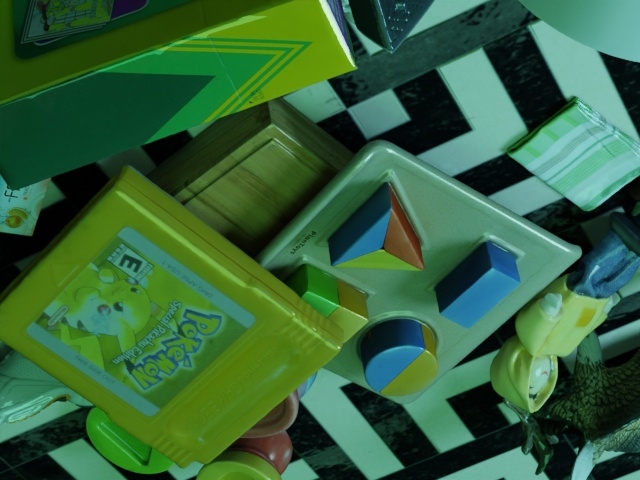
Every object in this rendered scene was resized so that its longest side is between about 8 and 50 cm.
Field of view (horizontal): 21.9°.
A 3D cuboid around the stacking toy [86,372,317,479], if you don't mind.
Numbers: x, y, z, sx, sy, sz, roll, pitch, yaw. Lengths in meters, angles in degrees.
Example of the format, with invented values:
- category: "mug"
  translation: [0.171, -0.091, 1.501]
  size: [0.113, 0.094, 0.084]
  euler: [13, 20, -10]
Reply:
- category: "stacking toy"
  translation: [-0.146, 0.200, 2.149]
  size: [0.280, 0.130, 0.309]
  euler: [19, 131, 6]

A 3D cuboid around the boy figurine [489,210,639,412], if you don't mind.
- category: "boy figurine"
  translation: [0.309, 0.092, 2.047]
  size: [0.285, 0.092, 0.177]
  euler: [-52, 153, 16]

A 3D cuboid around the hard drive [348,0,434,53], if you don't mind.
- category: "hard drive"
  translation: [0.092, -0.318, 1.549]
  size: [0.054, 0.254, 0.172]
  euler: [15, 146, 29]

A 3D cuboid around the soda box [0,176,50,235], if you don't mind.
- category: "soda box"
  translation: [-0.326, -0.089, 1.810]
  size: [0.063, 0.058, 0.183]
  euler: [9, 132, -20]

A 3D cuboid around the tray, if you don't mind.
- category: "tray"
  translation: [0.000, 0.000, 1.959]
  size: [0.203, 0.076, 0.411]
  euler: [-35, 132, 23]

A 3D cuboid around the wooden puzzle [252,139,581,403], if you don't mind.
- category: "wooden puzzle"
  translation: [0.089, 0.063, 1.932]
  size: [0.348, 0.080, 0.322]
  euler: [24, 126, -32]

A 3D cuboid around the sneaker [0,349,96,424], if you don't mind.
- category: "sneaker"
  translation: [-0.354, 0.149, 2.044]
  size: [0.262, 0.099, 0.121]
  euler: [-13, 110, 14]

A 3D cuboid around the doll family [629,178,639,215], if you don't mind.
- category: "doll family"
  translation: [0.453, -0.075, 1.977]
  size: [0.111, 0.076, 0.193]
  euler: [31, 118, -30]

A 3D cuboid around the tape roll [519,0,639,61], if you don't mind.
- category: "tape roll"
  translation: [0.303, -0.308, 1.578]
  size: [0.246, 0.246, 0.169]
  euler: [9, 133, -20]

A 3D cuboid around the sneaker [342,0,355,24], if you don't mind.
- category: "sneaker"
  translation: [0.019, -0.289, 1.634]
  size: [0.104, 0.095, 0.236]
  euler: [-45, 149, 19]

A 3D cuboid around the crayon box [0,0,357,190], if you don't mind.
- category: "crayon box"
  translation: [-0.153, -0.245, 1.464]
  size: [0.313, 0.363, 0.106]
  euler: [-18, 136, 7]

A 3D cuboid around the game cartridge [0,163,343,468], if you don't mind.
- category: "game cartridge"
  translation: [-0.183, 0.102, 1.895]
  size: [0.324, 0.052, 0.285]
  euler: [38, 121, -15]

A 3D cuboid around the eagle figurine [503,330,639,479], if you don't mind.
- category: "eagle figurine"
  translation: [0.395, 0.190, 2.157]
  size: [0.298, 0.226, 0.225]
  euler: [-17, 116, 14]

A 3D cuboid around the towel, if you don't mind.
- category: "towel"
  translation: [0.309, -0.097, 1.956]
  size: [0.152, 0.023, 0.113]
  euler: [30, 122, -35]
